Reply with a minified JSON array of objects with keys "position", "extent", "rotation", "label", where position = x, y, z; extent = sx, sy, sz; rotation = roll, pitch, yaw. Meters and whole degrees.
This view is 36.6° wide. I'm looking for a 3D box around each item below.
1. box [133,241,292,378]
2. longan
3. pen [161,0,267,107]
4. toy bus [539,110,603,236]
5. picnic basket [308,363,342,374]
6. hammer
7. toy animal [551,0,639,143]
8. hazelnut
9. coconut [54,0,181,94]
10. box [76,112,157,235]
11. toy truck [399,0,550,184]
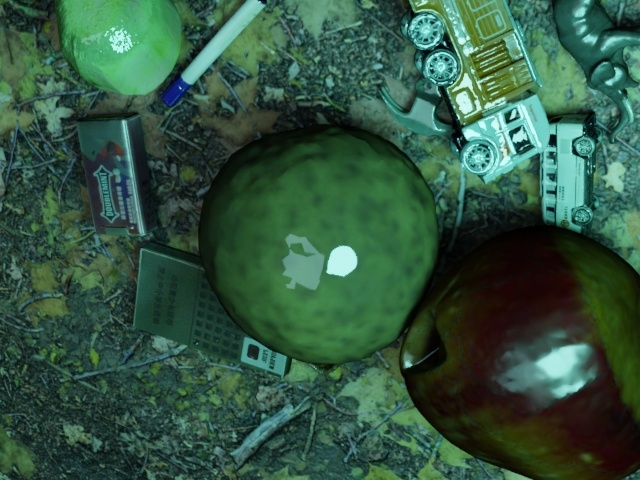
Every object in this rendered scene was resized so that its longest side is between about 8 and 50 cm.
[{"position":[-0.198,0.131,1.840],"extent":[0.324,0.047,0.181],"rotation":[17,115,13],"label":"box"},{"position":[0.000,0.000,1.545],"extent":[0.390,0.391,0.391],"rotation":[7,112,18],"label":"longan"},{"position":[-0.186,-0.328,1.669],"extent":[0.033,0.033,0.269],"rotation":[48,118,-2],"label":"pen"},{"position":[0.390,-0.102,1.515],"extent":[0.089,0.087,0.194],"rotation":[5,112,25],"label":"toy bus"},{"position":[0.040,0.155,1.757],"extent":[0.193,0.055,0.110],"rotation":[-41,91,28],"label":"picnic basket"},{"position":[0.190,-0.277,1.545],"extent":[0.158,0.041,0.227],"rotation":[23,117,9],"label":"hammer"},{"position":[0.437,-0.285,1.431],"extent":[0.137,0.082,0.270],"rotation":[-23,105,29],"label":"toy animal"},{"position":[0.340,0.168,1.470],"extent":[0.429,0.402,0.402],"rotation":[27,126,-37],"label":"hazelnut"},{"position":[-0.341,-0.355,1.625],"extent":[0.235,0.236,0.205],"rotation":[32,84,6],"label":"coconut"},{"position":[-0.378,-0.122,1.798],"extent":[0.120,0.069,0.224],"rotation":[0,109,21],"label":"box"},{"position":[0.237,-0.251,1.446],"extent":[0.162,0.136,0.306],"rotation":[-24,106,6],"label":"toy truck"}]
